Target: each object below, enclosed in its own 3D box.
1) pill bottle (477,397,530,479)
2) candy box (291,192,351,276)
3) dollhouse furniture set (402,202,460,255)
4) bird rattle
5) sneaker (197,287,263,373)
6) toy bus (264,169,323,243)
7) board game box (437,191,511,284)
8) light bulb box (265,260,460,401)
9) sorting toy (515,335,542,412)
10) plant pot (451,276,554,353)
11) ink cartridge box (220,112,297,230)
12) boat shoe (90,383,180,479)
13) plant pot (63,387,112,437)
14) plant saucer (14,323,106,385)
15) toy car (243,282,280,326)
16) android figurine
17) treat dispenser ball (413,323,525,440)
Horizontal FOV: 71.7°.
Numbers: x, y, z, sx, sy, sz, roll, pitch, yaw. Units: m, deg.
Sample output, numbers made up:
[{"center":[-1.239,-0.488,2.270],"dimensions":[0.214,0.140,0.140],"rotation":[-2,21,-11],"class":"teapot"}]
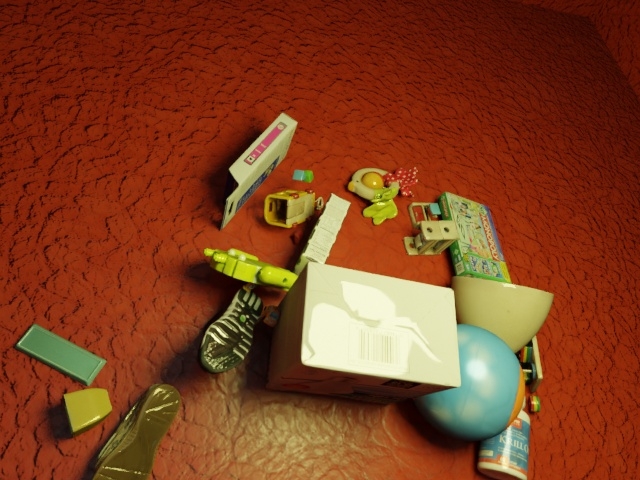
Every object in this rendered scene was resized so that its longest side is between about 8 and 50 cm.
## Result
[{"center":[0.502,0.524,1.207],"dimensions":[0.124,0.124,0.222],"rotation":[24,58,-6],"class":"pill bottle"},{"center":[0.000,0.000,1.292],"dimensions":[0.071,0.159,0.234],"rotation":[27,58,-3],"class":"candy box"},{"center":[0.346,-0.059,1.462],"dimensions":[0.128,0.129,0.184],"rotation":[-1,64,-20],"class":"dollhouse furniture set"},{"center":[0.209,-0.191,1.494],"dimensions":[0.206,0.143,0.254],"rotation":[26,53,15],"class":"bird rattle"},{"center":[-0.240,0.243,1.064],"dimensions":[0.106,0.162,0.281],"rotation":[46,26,-8],"class":"sneaker"},{"center":[-0.089,-0.107,1.347],"dimensions":[0.104,0.202,0.191],"rotation":[11,62,22],"class":"toy bus"},{"center":[0.520,-0.003,1.506],"dimensions":[0.213,0.046,0.318],"rotation":[14,54,-26],"class":"board game box"},{"center":[0.081,0.245,1.069],"dimensions":[0.357,0.361,0.226],"rotation":[12,61,-13],"class":"light bulb box"},{"center":[0.625,0.364,1.342],"dimensions":[0.046,0.132,0.275],"rotation":[-1,54,14],"class":"sorting toy"},{"center":[0.520,0.227,1.312],"dimensions":[0.283,0.284,0.191],"rotation":[12,84,-13],"class":"plant pot"},{"center":[-0.201,-0.209,1.324],"dimensions":[0.069,0.176,0.371],"rotation":[32,57,0],"class":"ink cartridge box"},{"center":[-0.408,0.450,0.961],"dimensions":[0.104,0.089,0.285],"rotation":[45,57,-24],"class":"boat shoe"},{"center":[-0.505,0.368,0.967],"dimensions":[0.083,0.081,0.082],"rotation":[-12,67,-36],"class":"plant pot"},{"center":[-0.601,0.262,1.025],"dimensions":[0.191,0.018,0.067],"rotation":[28,57,-2],"class":"plant saucer"},{"center":[-0.145,0.155,1.098],"dimensions":[0.122,0.040,0.060],"rotation":[46,26,-9],"class":"toy car"},{"center":[-0.171,0.074,1.150],"dimensions":[0.272,0.248,0.056],"rotation":[21,88,-35],"class":"android figurine"},{"center":[0.374,0.364,1.150],"dimensions":[0.287,0.288,0.289],"rotation":[8,61,-15],"class":"treat dispenser ball"}]
